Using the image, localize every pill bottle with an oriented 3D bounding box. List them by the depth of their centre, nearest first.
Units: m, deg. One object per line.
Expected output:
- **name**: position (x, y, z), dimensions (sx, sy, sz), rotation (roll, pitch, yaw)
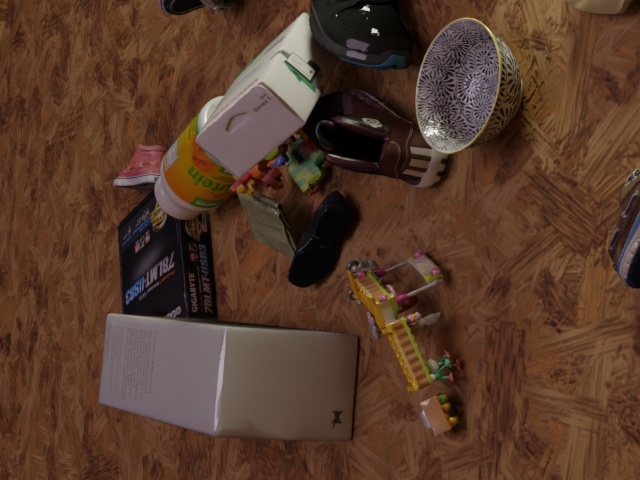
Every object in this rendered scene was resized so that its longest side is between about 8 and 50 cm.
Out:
- **pill bottle**: position (-0.197, -0.134, 2.081), dimensions (0.246, 0.136, 0.136), rotation (-41, 51, 49)

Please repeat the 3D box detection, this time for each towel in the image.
- **towel**: position (-0.084, -0.028, 1.930), dimensions (0.148, 0.027, 0.110), rotation (29, 147, 55)

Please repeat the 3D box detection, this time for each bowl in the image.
- **bowl**: position (0.199, -0.187, 1.488), dimensions (0.170, 0.080, 0.170), rotation (-16, 71, 57)

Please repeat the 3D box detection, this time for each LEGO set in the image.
- **LEGO set**: position (0.130, 0.110, 1.571), dimensions (0.132, 0.107, 0.287), rotation (77, 166, -49)

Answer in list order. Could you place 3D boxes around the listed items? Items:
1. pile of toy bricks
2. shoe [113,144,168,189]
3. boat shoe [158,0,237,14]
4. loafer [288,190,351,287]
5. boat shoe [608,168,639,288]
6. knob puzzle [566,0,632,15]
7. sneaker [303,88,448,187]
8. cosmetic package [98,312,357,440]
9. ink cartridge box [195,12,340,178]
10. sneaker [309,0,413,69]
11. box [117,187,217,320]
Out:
- **pile of toy bricks**: position (-0.032, -0.121, 1.863), dimensions (0.212, 0.118, 0.105), rotation (-42, 77, 28)
- **shoe**: position (-0.365, -0.150, 2.441), dimensions (0.178, 0.063, 0.081), rotation (-4, 80, 53)
- **boat shoe**: position (-0.187, -0.468, 2.152), dimensions (0.306, 0.113, 0.105), rotation (-25, 69, 38)
- **loafer**: position (0.000, 0.000, 1.820), dimensions (0.170, 0.062, 0.061), rotation (-58, 18, 31)
- **boat shoe**: position (0.344, -0.043, 1.236), dimensions (0.066, 0.066, 0.183), rotation (54, 130, 50)
- **knob puzzle**: position (0.330, -0.341, 1.345), dimensions (0.213, 0.030, 0.213), rotation (-13, 74, 57)
- **sneaker**: position (0.032, -0.154, 1.638), dimensions (0.281, 0.162, 0.106), rotation (24, 104, 46)
- **cosmetic package**: position (-0.159, 0.207, 1.872), dimensions (0.453, 0.230, 0.161), rotation (-1, 84, 58)
- **ink cartridge box**: position (-0.072, -0.213, 1.747), dimensions (0.160, 0.092, 0.219), rotation (-36, 19, 37)
- **sneaker**: position (0.046, -0.367, 1.723), dimensions (0.341, 0.125, 0.139), rotation (61, 139, 44)
- **box**: position (-0.301, 0.055, 2.290), dimensions (0.295, 0.073, 0.293), rotation (-34, 56, 53)
